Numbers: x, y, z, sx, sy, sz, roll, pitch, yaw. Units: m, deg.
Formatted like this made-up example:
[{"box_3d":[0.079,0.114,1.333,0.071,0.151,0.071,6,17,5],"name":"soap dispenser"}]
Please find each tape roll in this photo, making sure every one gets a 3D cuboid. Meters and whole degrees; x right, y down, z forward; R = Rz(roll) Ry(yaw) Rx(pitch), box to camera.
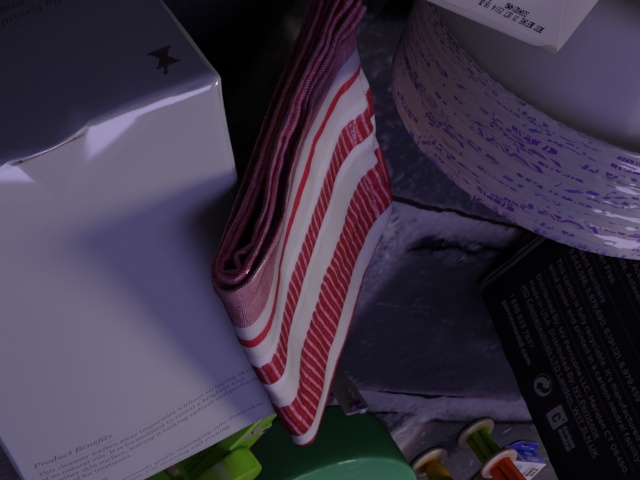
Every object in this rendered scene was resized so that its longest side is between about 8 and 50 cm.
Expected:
[{"box_3d":[-0.047,0.318,1.394,0.321,0.077,0.321,-22,143,-17],"name":"tape roll"}]

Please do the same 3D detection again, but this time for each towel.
[{"box_3d":[0.000,0.000,0.932,0.329,0.037,0.237,74,32,-62],"name":"towel"}]

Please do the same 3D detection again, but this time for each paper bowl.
[{"box_3d":[0.203,-0.132,0.883,0.284,0.284,0.148,-9,137,-32],"name":"paper bowl"}]

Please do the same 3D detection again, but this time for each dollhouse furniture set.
[{"box_3d":[-0.013,0.161,1.228,0.114,0.081,0.091,-13,140,-28],"name":"dollhouse furniture set"}]

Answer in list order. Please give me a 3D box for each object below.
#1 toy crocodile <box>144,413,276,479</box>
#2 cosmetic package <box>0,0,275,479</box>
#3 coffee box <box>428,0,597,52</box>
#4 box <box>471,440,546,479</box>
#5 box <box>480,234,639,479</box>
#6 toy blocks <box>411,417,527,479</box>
[{"box_3d":[-0.133,0.221,1.178,0.340,0.115,0.105,-53,160,27],"name":"toy crocodile"},{"box_3d":[-0.166,0.015,0.872,0.217,0.156,0.385,-24,143,-15],"name":"cosmetic package"},{"box_3d":[0.048,-0.223,0.681,0.141,0.246,0.098,11,124,-47],"name":"coffee box"},{"box_3d":[0.239,0.321,1.672,0.081,0.028,0.136,16,123,-48],"name":"box"},{"box_3d":[0.512,0.060,1.248,0.480,0.297,0.472,9,139,-40],"name":"box"},{"box_3d":[0.196,0.303,1.508,0.123,0.148,0.054,-31,145,-5],"name":"toy blocks"}]
